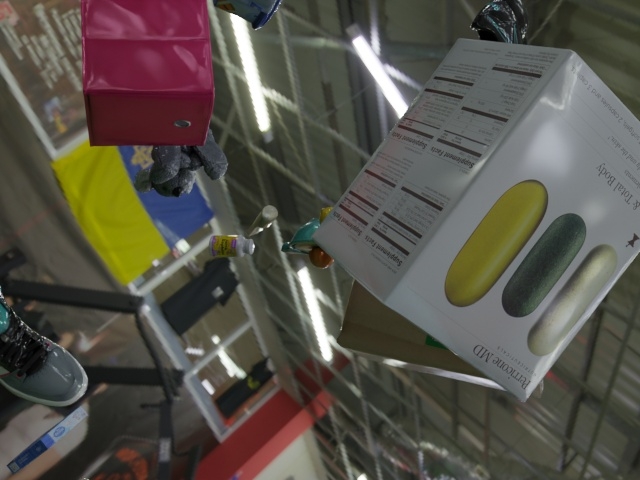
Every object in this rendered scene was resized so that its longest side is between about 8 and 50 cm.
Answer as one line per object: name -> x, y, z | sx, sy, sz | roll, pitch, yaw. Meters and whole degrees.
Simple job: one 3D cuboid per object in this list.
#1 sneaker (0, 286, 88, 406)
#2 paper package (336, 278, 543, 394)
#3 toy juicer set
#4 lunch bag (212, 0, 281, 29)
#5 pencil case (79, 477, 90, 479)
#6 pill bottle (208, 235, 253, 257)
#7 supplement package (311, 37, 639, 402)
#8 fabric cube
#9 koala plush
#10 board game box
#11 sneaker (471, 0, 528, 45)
sneaker -> -0.520, 0.157, 1.234 | 0.295, 0.124, 0.178 | 30, -24, 6
paper package -> 0.228, 0.152, 1.299 | 0.324, 0.168, 0.309 | 10, -10, 20
toy juicer set -> 0.000, 0.000, 1.405 | 0.328, 0.090, 0.209 | 4, -12, 7
lunch bag -> -0.066, -0.517, 1.224 | 0.114, 0.243, 0.303 | 26, -48, -16
pencil case -> -0.461, 0.639, 1.314 | 0.183, 0.410, 0.160 | 37, -20, -15
pill bottle -> -0.177, 0.012, 1.498 | 0.083, 0.043, 0.043 | 0, -38, 11
supplement package -> 0.168, -0.028, 0.746 | 0.199, 0.263, 0.198 | 36, 3, -26
fabric cube -> -0.376, -0.366, 1.627 | 0.254, 0.258, 0.259 | 128, -42, -67
koala plush -> -0.374, -0.194, 1.944 | 0.221, 0.196, 0.203 | -57, -131, 48
board game box -> -0.389, 0.284, 1.075 | 0.090, 0.090, 0.020 | -37, -87, 27
sneaker -> 0.380, -0.360, 1.523 | 0.101, 0.106, 0.267 | 21, -35, 59
